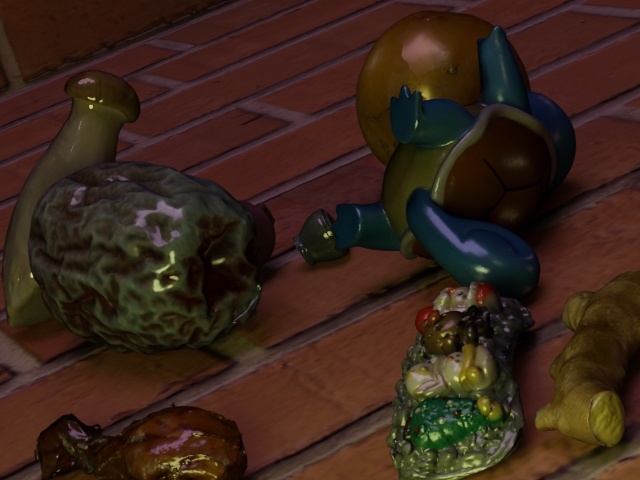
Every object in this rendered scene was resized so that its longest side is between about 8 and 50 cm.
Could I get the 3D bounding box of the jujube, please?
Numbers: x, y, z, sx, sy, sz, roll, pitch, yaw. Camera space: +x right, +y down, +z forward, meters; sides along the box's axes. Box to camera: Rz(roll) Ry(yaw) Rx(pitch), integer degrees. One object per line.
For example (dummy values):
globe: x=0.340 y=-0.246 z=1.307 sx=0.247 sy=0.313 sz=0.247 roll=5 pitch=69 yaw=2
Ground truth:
jujube: x=-0.208 y=0.022 z=2.068 sx=0.226 sy=0.226 sz=0.317 roll=-32 pitch=28 yaw=-35

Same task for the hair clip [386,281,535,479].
hair clip: x=0.129 y=0.117 z=1.688 sx=0.138 sy=0.091 sz=0.321 roll=-16 pitch=17 yaw=13

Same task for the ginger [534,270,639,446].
ginger: x=0.264 y=0.105 z=1.638 sx=0.118 sy=0.065 sz=0.299 roll=-24 pitch=13 yaw=24

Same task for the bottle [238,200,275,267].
bottle: x=-0.164 y=-0.006 z=2.257 sx=0.253 sy=0.120 sz=0.120 roll=3 pitch=28 yaw=47

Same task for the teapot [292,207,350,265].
teapot: x=0.000 y=0.000 z=2.196 sx=0.057 sy=0.066 sz=0.088 roll=-33 pitch=-6 yaw=8

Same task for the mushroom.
mushroom: x=-0.323 y=-0.048 z=2.258 sx=0.128 sy=0.350 sz=0.128 roll=19 pitch=-2 yaw=1

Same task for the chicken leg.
chicken leg: x=-0.191 y=0.211 z=1.734 sx=0.304 sy=0.093 sz=0.113 roll=-4 pitch=34 yaw=47

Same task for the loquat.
loquat: x=0.158 y=-0.184 z=2.300 sx=0.235 sy=0.235 sz=0.235 roll=-16 pitch=19 yaw=6

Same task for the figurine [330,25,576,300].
figurine: x=0.164 y=-0.082 z=2.033 sx=0.243 sy=0.298 sz=0.416 roll=20 pitch=29 yaw=5
